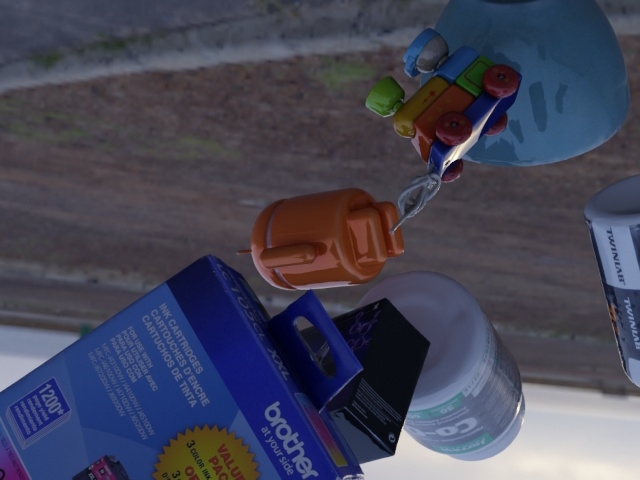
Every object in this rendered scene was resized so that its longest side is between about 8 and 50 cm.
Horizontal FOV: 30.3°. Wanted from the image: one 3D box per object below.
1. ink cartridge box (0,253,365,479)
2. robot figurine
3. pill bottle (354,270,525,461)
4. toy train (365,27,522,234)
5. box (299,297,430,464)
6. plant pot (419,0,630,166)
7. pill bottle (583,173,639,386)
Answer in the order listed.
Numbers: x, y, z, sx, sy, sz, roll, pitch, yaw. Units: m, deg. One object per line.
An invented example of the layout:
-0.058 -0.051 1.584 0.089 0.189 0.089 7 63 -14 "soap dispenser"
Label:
-0.141 0.202 1.202 0.395 0.270 0.151 -34 165 2 "ink cartridge box"
0.001 0.000 1.541 0.219 0.158 0.128 -7 138 35 "robot figurine"
0.186 0.201 1.756 0.204 0.204 0.361 2 157 24 "pill bottle"
0.109 -0.135 1.378 0.143 0.248 0.105 39 160 17 "toy train"
-0.005 0.202 1.517 0.261 0.184 0.103 -24 117 39 "box"
0.267 -0.262 1.586 0.290 0.290 0.195 3 130 18 "plant pot"
0.351 0.063 1.170 0.130 0.246 0.130 -17 -162 6 "pill bottle"
